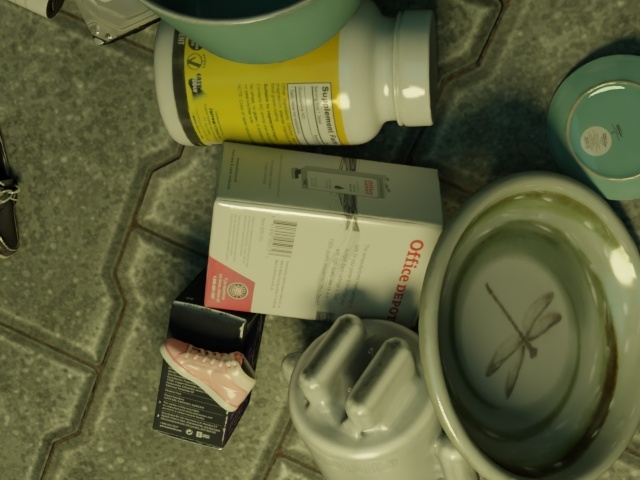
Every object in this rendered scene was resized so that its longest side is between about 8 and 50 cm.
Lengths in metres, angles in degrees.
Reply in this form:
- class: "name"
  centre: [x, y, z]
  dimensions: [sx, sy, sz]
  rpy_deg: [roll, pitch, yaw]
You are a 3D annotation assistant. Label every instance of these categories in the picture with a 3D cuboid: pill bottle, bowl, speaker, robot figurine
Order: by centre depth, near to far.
- class: "bowl"
  centre: [-0.067, -0.320, 1.064]
  dimensions: [0.312, 0.163, 0.311]
  rpy_deg: [-4, 64, 8]
- class: "pill bottle"
  centre: [-0.024, -0.214, 1.203]
  dimensions: [0.334, 0.188, 0.187]
  rpy_deg: [0, 107, 11]
- class: "robot figurine"
  centre: [0.076, 0.240, 1.275]
  dimensions: [0.300, 0.200, 0.353]
  rpy_deg: [28, 157, 31]
- class: "speaker"
  centre: [-0.420, -0.354, 1.308]
  dimensions: [0.136, 0.055, 0.055]
  rpy_deg: [25, 110, 3]

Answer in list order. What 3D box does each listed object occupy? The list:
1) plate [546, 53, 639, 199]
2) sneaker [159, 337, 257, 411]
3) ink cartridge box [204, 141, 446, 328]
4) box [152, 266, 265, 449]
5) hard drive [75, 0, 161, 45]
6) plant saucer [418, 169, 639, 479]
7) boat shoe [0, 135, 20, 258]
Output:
- class: "plate"
  centre: [0.377, -0.140, 1.208]
  dimensions: [0.188, 0.024, 0.188]
  rpy_deg: [8, 110, 24]
- class: "sneaker"
  centre: [-0.142, 0.159, 1.253]
  dimensions: [0.134, 0.051, 0.070]
  rpy_deg: [41, 107, -8]
- class: "ink cartridge box"
  centre: [0.000, 0.000, 1.236]
  dimensions: [0.283, 0.117, 0.207]
  rpy_deg: [7, 135, -5]
- class: "box"
  centre: [-0.153, 0.164, 1.363]
  dimensions: [0.108, 0.153, 0.207]
  rpy_deg: [14, 110, 6]
- class: "hard drive"
  centre: [-0.192, -0.425, 1.238]
  dimensions: [0.339, 0.064, 0.236]
  rpy_deg: [-19, 102, 15]
- class: "plant saucer"
  centre: [0.260, 0.114, 1.208]
  dimensions: [0.100, 0.400, 0.400]
  rpy_deg: [-8, 110, 56]
- class: "boat shoe"
  centre: [-0.476, -0.075, 1.396]
  dimensions: [0.065, 0.075, 0.206]
  rpy_deg: [-13, 99, 18]
